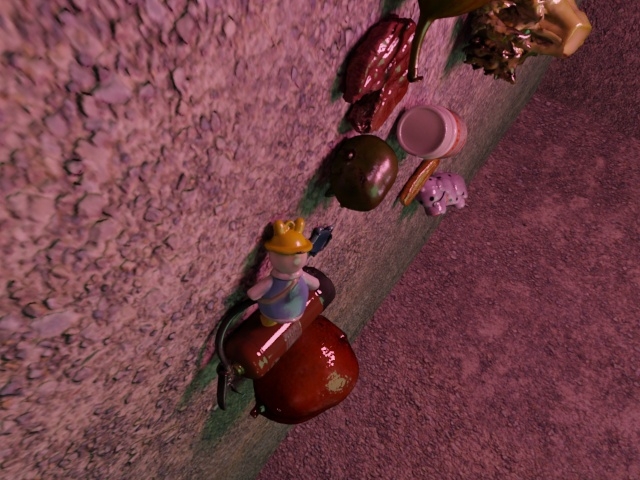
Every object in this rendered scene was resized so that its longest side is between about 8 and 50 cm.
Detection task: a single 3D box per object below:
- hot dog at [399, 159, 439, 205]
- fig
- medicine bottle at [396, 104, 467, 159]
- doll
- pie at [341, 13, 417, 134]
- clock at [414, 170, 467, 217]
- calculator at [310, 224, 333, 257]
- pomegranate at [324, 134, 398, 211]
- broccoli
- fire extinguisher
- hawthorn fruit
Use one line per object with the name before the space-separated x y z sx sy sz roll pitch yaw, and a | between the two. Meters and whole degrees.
hot dog | 0.343 -0.218 1.591 0.216 0.047 0.066 -54 148 -3
fig | 0.196 -0.399 0.739 0.259 0.151 0.151 -52 166 26
medicine bottle | 0.295 -0.284 1.188 0.252 0.144 0.145 -17 138 -59
doll | -0.069 0.070 0.891 0.099 0.135 0.241 -78 176 -66
pie | 0.110 -0.298 0.822 0.204 0.054 0.219 -49 159 -20
clock | 0.449 -0.184 1.759 0.254 0.188 0.189 -14 136 -57
calculator | 0.000 0.000 1.122 0.094 0.019 0.141 -57 164 5
pomegranate | 0.079 -0.132 0.942 0.152 0.131 0.191 -57 -174 -12
broccoli | 0.495 -0.566 1.101 0.323 0.272 0.334 7 133 -26
fire extinguisher | -0.126 0.184 1.029 0.376 0.113 0.200 -44 117 -37
hawthorn fruit | -0.044 0.353 1.240 0.311 0.295 0.295 -57 163 7
